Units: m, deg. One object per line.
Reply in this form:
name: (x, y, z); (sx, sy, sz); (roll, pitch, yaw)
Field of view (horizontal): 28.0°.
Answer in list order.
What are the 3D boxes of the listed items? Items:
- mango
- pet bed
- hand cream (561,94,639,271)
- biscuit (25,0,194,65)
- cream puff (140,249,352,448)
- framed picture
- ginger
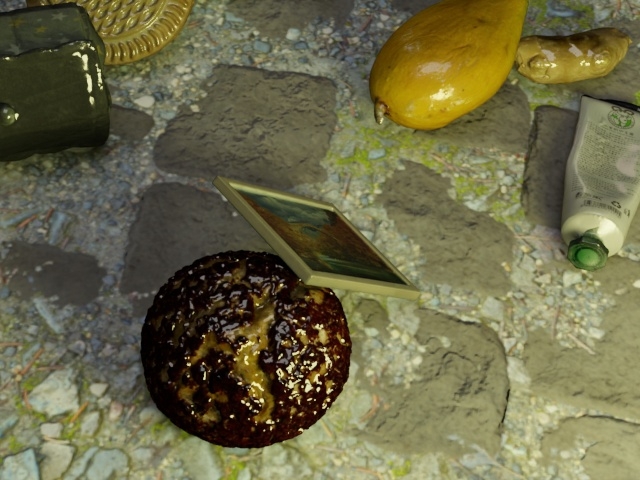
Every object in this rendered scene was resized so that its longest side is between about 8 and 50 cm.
mango: (0.181, -0.256, 1.770); (0.176, 0.119, 0.317); (19, 54, 36)
pet bed: (-0.372, -0.188, 1.633); (0.211, 0.183, 0.159); (-10, 50, -12)
hand cream: (0.380, -0.088, 1.702); (0.121, 0.076, 0.336); (20, 45, 5)
biscuit: (-0.290, -0.371, 1.792); (0.259, 0.079, 0.259); (0, 89, 0)
cream puff: (-0.082, 0.111, 1.425); (0.239, 0.165, 0.239); (2, 52, -2)
framed picture: (0.000, 0.000, 1.517); (0.184, 0.016, 0.250); (47, 18, 29)
ginger: (0.362, -0.265, 1.832); (0.190, 0.069, 0.095); (-8, 50, -11)
